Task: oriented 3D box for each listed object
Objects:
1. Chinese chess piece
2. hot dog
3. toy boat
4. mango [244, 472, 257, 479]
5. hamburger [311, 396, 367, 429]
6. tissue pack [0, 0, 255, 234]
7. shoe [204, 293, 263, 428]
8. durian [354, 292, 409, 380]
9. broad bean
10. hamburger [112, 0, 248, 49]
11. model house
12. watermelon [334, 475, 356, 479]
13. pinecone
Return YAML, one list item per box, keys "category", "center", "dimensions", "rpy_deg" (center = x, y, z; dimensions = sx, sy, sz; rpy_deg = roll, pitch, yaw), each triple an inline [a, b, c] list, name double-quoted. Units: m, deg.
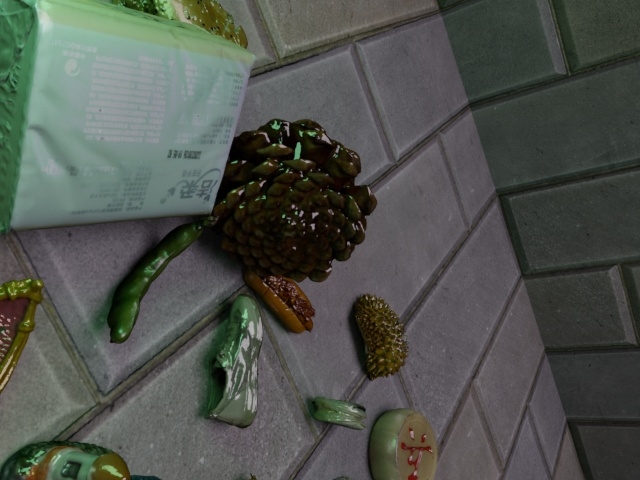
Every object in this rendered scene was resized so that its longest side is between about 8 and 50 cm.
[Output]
- category: "Chinese chess piece"
  center: [0.239, 0.613, 1.698]
  dimensions: [0.249, 0.103, 0.250]
  rpy_deg: [17, 68, -49]
- category: "hot dog"
  center: [-0.084, 0.132, 1.405]
  dimensions: [0.249, 0.076, 0.102]
  rpy_deg: [54, 39, -29]
- category: "toy boat"
  center: [-0.497, 0.186, 0.809]
  dimensions: [0.141, 0.099, 0.318]
  rpy_deg: [48, 48, -36]
- category: "mango"
  center: [-0.150, 0.572, 1.197]
  dimensions: [0.101, 0.066, 0.188]
  rpy_deg: [50, 38, -63]
- category: "hamburger"
  center: [0.050, 0.429, 1.463]
  dimensions: [0.140, 0.133, 0.063]
  rpy_deg: [24, 70, -39]
- category: "tissue pack"
  center: [-0.336, -0.206, 0.957]
  dimensions: [0.404, 0.205, 0.332]
  rpy_deg: [-11, 126, -56]
- category: "shoe"
  center: [-0.182, 0.245, 1.224]
  dimensions: [0.098, 0.103, 0.275]
  rpy_deg: [16, 66, -37]
- category: "durian"
  center: [0.183, 0.265, 1.696]
  dimensions: [0.183, 0.137, 0.250]
  rpy_deg: [-20, 91, -46]
- category: "broad bean"
  center: [-0.303, 0.060, 1.070]
  dimensions: [0.049, 0.144, 0.292]
  rpy_deg: [49, 61, -26]
- category: "hamburger"
  center: [-0.288, -0.425, 1.194]
  dimensions: [0.288, 0.167, 0.192]
  rpy_deg: [44, 46, -39]
- category: "model house"
  center: [-0.312, 0.432, 0.836]
  dimensions: [0.190, 0.300, 0.272]
  rpy_deg: [39, 51, -51]
- category: "watermelon"
  center: [0.061, 0.648, 1.475]
  dimensions: [0.187, 0.071, 0.139]
  rpy_deg: [59, 36, -25]
- category: "pinecone"
  center: [-0.064, -0.118, 1.289]
  dimensions: [0.384, 0.384, 0.385]
  rpy_deg: [19, 66, -50]
